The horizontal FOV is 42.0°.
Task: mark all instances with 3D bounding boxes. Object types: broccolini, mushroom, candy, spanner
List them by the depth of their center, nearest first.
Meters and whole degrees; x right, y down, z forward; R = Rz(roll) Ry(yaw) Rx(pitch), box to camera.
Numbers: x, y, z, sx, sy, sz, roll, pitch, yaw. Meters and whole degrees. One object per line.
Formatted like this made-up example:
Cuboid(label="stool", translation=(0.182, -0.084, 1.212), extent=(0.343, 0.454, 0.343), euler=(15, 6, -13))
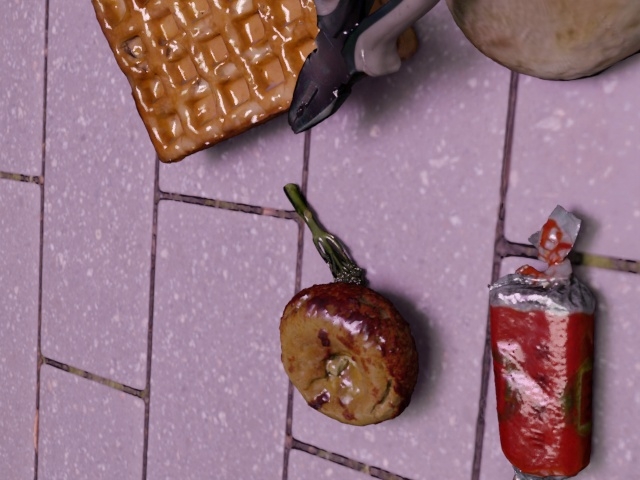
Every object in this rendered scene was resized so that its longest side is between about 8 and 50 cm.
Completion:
Cuboid(label="mushroom", translation=(0.180, -0.254, 0.611), extent=(0.190, 0.164, 0.267), euler=(33, 112, 30))
Cuboid(label="spanner", translation=(0.041, -0.186, 0.640), extent=(0.095, 0.040, 0.325), euler=(56, 143, 15))
Cuboid(label="candy", translation=(0.186, 0.116, 0.702), extent=(0.086, 0.059, 0.292), euler=(3, 97, 35))
Cuboid(label="broccolini", translation=(0.000, 0.000, 0.853), extent=(0.140, 0.030, 0.035), euler=(56, 158, 24))

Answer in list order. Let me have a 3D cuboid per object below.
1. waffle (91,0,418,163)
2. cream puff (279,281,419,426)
Cuboid(label="waffle", translation=(-0.078, -0.220, 0.823), extent=(0.308, 0.091, 0.212), euler=(-19, 96, 36))
Cuboid(label="cream puff", translation=(0.030, 0.104, 0.795), extent=(0.149, 0.084, 0.149), euler=(18, 123, 29))
